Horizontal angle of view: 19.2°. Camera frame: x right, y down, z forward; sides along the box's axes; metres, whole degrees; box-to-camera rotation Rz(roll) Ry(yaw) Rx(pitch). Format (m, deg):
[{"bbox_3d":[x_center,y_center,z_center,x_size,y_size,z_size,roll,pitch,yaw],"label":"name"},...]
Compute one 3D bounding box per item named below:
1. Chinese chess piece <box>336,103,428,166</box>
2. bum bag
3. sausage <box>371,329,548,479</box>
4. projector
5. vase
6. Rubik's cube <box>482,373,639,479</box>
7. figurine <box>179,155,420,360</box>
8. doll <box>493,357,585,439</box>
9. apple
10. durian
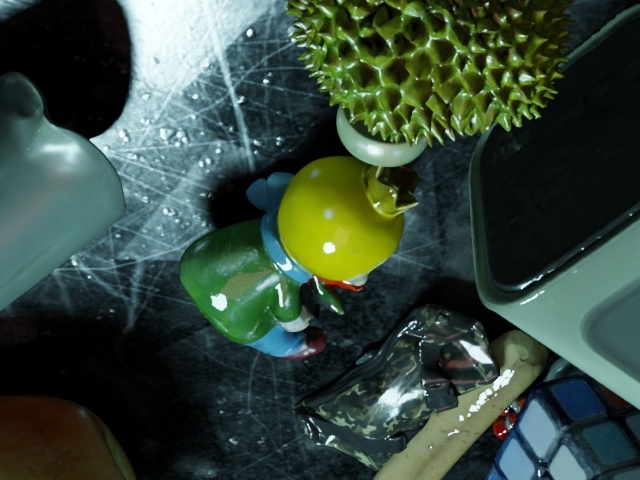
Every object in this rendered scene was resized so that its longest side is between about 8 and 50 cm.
[{"bbox_3d":[0.055,-0.101,1.625,0.084,0.084,0.034,4,141,-6],"label":"Chinese chess piece"},{"bbox_3d":[0.077,0.149,1.876,0.102,0.069,0.248,34,131,-19],"label":"bum bag"},{"bbox_3d":[0.133,0.194,1.928,0.066,0.066,0.301,20,129,-20],"label":"sausage"},{"bbox_3d":[0.297,-0.015,1.600,0.249,0.249,0.248,33,125,-29],"label":"projector"},{"bbox_3d":[-0.313,0.013,1.610,0.301,0.251,0.156,-44,86,-4],"label":"vase"},{"bbox_3d":[0.335,0.304,1.823,0.292,0.293,0.287,-9,140,-30],"label":"Rubik's cube"},{"bbox_3d":[0.006,0.012,1.715,0.234,0.127,0.185,-34,131,15],"label":"figurine"},{"bbox_3d":[0.255,0.153,1.895,0.104,0.062,0.194,37,131,-17],"label":"doll"},{"bbox_3d":[-0.296,0.300,1.855,0.277,0.319,0.319,-17,133,-3],"label":"apple"},{"bbox_3d":[0.093,-0.172,1.507,0.237,0.176,0.200,-1,155,-16],"label":"durian"}]
